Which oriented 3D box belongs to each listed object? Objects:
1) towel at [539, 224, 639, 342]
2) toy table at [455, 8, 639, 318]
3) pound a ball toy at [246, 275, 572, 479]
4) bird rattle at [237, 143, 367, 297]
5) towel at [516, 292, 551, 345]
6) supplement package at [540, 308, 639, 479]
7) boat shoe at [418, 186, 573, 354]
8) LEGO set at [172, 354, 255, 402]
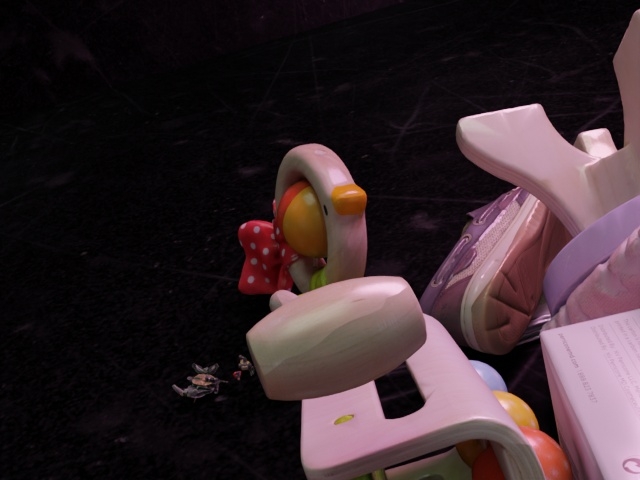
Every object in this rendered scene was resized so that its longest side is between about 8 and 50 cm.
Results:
[{"bbox_3d":[0.333,-0.001,0.556,0.317,0.332,0.053,-7,66,-8],"label":"towel"},{"bbox_3d":[0.245,-0.042,0.690,0.252,0.160,0.274,-6,-22,-12],"label":"toy table"},{"bbox_3d":[0.058,0.098,0.527,0.136,0.208,0.319,-18,5,1],"label":"pound a ball toy"},{"bbox_3d":[0.000,0.000,0.911,0.143,0.206,0.253,-4,30,-16],"label":"bird rattle"},{"bbox_3d":[0.209,0.046,0.873,0.113,0.023,0.152,-16,24,-1],"label":"towel"},{"bbox_3d":[0.289,0.127,0.460,0.293,0.177,0.175,-14,26,5],"label":"supplement package"},{"bbox_3d":[0.177,0.002,0.849,0.092,0.102,0.285,4,36,33],"label":"boat shoe"},{"bbox_3d":[-0.105,0.140,0.880,0.083,0.023,0.054,-7,25,-11],"label":"LEGO set"}]
